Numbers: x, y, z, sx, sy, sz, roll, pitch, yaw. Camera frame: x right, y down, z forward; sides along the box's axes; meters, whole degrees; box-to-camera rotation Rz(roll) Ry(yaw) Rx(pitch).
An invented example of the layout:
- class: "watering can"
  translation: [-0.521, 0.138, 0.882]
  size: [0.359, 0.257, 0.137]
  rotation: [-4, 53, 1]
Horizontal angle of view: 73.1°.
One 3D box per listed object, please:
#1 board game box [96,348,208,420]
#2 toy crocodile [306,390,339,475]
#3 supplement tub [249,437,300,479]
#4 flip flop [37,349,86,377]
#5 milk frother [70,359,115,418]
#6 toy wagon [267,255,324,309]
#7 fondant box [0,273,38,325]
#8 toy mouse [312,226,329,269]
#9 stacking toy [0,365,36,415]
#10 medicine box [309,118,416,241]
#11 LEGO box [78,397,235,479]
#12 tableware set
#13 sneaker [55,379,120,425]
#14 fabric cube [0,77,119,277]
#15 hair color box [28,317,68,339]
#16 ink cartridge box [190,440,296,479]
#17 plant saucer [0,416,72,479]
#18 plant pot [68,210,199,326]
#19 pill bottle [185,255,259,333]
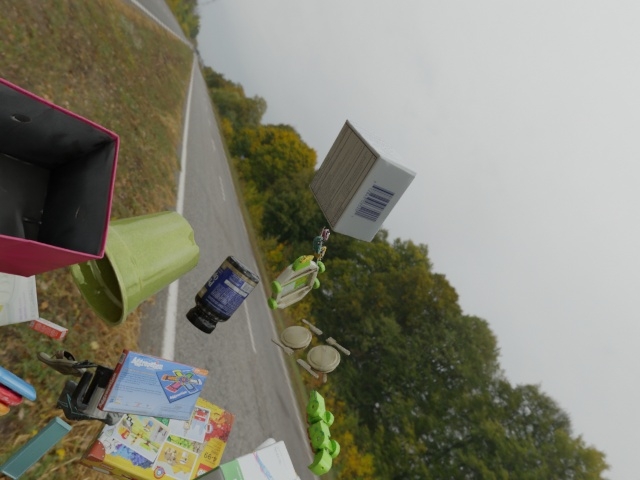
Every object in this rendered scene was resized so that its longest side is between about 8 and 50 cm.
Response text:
- class: "board game box"
  translation: [-0.424, 0.385, 1.131]
  size: [0.027, 0.145, 0.281]
  rotation: [10, -19, 35]
- class: "toy crocodile"
  translation: [-0.008, 0.750, 1.708]
  size: [0.115, 0.105, 0.341]
  rotation: [51, 14, -32]
- class: "supplement tub"
  translation: [-0.150, 0.733, 1.325]
  size: [0.200, 0.144, 0.144]
  rotation: [51, -8, 17]
- class: "flip flop"
  translation: [-1.032, 0.485, 1.743]
  size: [0.112, 0.276, 0.080]
  rotation: [59, 41, -38]
- class: "milk frother"
  translation: [-0.666, 0.427, 1.254]
  size: [0.143, 0.135, 0.129]
  rotation: [-2, -29, 42]
- class: "toy wagon"
  translation: [-0.104, 0.171, 1.930]
  size: [0.068, 0.267, 0.345]
  rotation: [47, -39, 27]
- class: "fondant box"
  translation: [-0.987, 0.129, 1.194]
  size: [0.096, 0.330, 0.239]
  rotation: [13, -74, 50]
- class: "toy mouse"
  translation: [0.000, 0.000, 1.569]
  size: [0.143, 0.031, 0.161]
  rotation: [90, 20, -46]
- class: "stacking toy"
  translation: [-1.021, 0.517, 1.254]
  size: [0.175, 0.302, 0.166]
  rotation: [6, -40, 37]
- class: "medicine box"
  translation: [0.118, -0.190, 1.356]
  size: [0.149, 0.264, 0.289]
  rotation: [18, 28, -29]
- class: "LEGO box"
  translation: [-0.673, 0.839, 1.841]
  size: [0.500, 0.193, 0.373]
  rotation: [34, 43, -18]
- class: "tableware set"
  translation: [-0.029, 0.298, 1.168]
  size: [0.194, 0.128, 0.039]
  rotation: [28, -50, 38]
- class: "sneaker"
  translation: [-0.813, 0.590, 1.510]
  size: [0.267, 0.106, 0.101]
  rotation: [19, -25, 25]
- class: "fabric cube"
  translation: [-0.559, -0.094, 0.765]
  size: [0.259, 0.258, 0.254]
  rotation: [25, 60, -55]
- class: "hair color box"
  translation: [-1.261, 0.408, 2.003]
  size: [0.141, 0.043, 0.072]
  rotation: [26, -7, -3]
- class: "ink cartridge box"
  translation: [-0.173, 0.499, 0.878]
  size: [0.212, 0.154, 0.093]
  rotation: [19, 40, -61]
- class: "plant saucer"
  translation: [-0.834, 0.612, 1.267]
  size: [0.018, 0.192, 0.067]
  rotation: [18, -34, 54]
- class: "plant pot"
  translation: [-0.471, 0.040, 1.123]
  size: [0.276, 0.253, 0.276]
  rotation: [19, -59, 34]
- class: "pill bottle"
  translation: [-0.293, 0.163, 1.284]
  size: [0.122, 0.219, 0.123]
  rotation: [39, -6, 4]
